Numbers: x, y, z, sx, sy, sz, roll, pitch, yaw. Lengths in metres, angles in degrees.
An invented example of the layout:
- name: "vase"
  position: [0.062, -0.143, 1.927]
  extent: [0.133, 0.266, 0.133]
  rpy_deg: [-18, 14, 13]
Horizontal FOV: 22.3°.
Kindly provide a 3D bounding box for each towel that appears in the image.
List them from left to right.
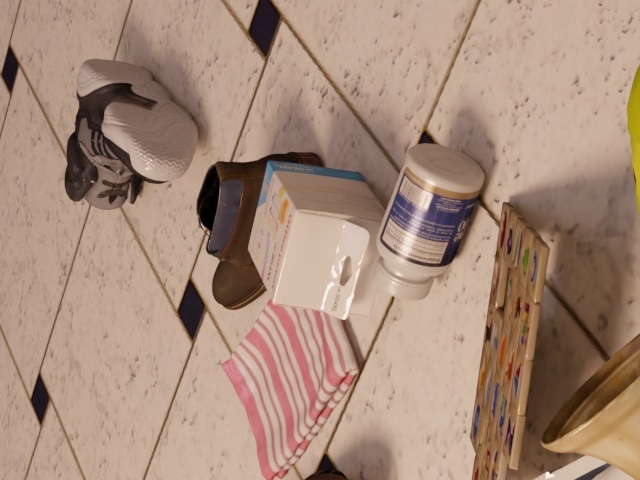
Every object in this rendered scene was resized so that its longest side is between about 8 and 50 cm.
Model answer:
- name: "towel"
  position: [-0.031, 0.120, 1.556]
  extent: [0.197, 0.029, 0.144]
  rpy_deg: [-58, 43, 41]

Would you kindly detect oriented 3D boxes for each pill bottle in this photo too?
- name: "pill bottle"
  position: [0.084, -0.013, 1.327]
  extent: [0.067, 0.067, 0.120]
  rpy_deg: [53, 133, 46]

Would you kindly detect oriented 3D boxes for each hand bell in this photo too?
- name: "hand bell"
  position: [0.257, 0.164, 0.945]
  extent: [0.242, 0.126, 0.126]
  rpy_deg: [47, 139, 2]

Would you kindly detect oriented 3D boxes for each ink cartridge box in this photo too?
- name: "ink cartridge box"
  position: [0.000, 0.000, 1.415]
  extent: [0.143, 0.090, 0.092]
  rpy_deg: [-120, 41, -65]

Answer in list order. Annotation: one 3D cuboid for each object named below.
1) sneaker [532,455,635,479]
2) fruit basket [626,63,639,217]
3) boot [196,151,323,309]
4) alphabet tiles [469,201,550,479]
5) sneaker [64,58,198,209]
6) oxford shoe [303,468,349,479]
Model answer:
- name: "sneaker"
  position: [0.225, 0.171, 1.086]
  extent: [0.235, 0.090, 0.094]
  rpy_deg: [-46, 64, 54]
- name: "fruit basket"
  position: [0.248, -0.119, 0.807]
  extent: [0.392, 0.283, 0.392]
  rpy_deg: [-34, 36, 29]
- name: "boot"
  position: [-0.088, -0.010, 1.580]
  extent: [0.219, 0.106, 0.082]
  rpy_deg: [-58, 42, 40]
- name: "alphabet tiles"
  position: [0.135, 0.102, 1.205]
  extent: [0.198, 0.009, 0.237]
  rpy_deg: [-99, 15, -80]
- name: "sneaker"
  position: [-0.214, -0.091, 1.809]
  extent: [0.268, 0.101, 0.153]
  rpy_deg: [-127, 47, -54]
- name: "oxford shoe"
  position: [-0.007, 0.259, 1.474]
  extent: [0.083, 0.096, 0.227]
  rpy_deg: [46, 159, 0]
